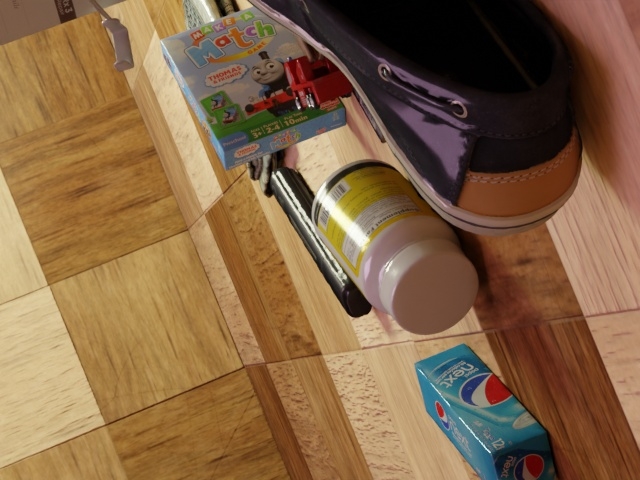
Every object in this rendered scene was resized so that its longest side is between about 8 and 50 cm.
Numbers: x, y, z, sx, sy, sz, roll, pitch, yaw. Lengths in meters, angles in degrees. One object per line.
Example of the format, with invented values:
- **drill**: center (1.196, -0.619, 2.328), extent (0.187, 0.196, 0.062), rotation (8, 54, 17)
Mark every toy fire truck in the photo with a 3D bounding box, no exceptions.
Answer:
- **toy fire truck**: center (-0.012, -0.217, 1.901), extent (0.192, 0.047, 0.135), rotation (-166, 55, -79)

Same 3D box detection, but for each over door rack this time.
- **over door rack**: center (-0.186, -0.339, 1.931), extent (0.324, 0.239, 0.108), rotation (58, -159, -60)

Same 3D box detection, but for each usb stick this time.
- **usb stick**: center (0.000, 0.000, 2.350), extent (0.278, 0.045, 0.077), rotation (57, 171, 43)

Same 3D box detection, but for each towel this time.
- **towel**: center (-0.138, -0.244, 2.500), extent (0.312, 0.056, 0.324), rotation (100, 146, -69)

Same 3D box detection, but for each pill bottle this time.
- **pill bottle**: center (0.080, 0.007, 1.802), extent (0.208, 0.119, 0.119), rotation (-128, 19, -53)

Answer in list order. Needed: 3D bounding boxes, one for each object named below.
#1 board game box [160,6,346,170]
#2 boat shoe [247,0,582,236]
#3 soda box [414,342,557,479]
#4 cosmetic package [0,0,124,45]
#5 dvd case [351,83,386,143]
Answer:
- **board game box**: center (-0.085, -0.195, 2.077), extent (0.039, 0.160, 0.211), rotation (84, 160, -51)
- **boat shoe**: center (0.049, -0.221, 1.384), extent (0.500, 0.187, 0.156), rotation (55, 158, 31)
- **soda box**: center (0.177, 0.196, 1.836), extent (0.210, 0.067, 0.071), rotation (-132, 23, -58)
- **cosmetic package**: center (-0.284, -0.405, 2.038), extent (0.217, 0.385, 0.156), rotation (78, 167, -46)
- **dvd case**: center (0.036, -0.230, 1.810), extent (0.221, 0.018, 0.164), rotation (84, 162, -57)
